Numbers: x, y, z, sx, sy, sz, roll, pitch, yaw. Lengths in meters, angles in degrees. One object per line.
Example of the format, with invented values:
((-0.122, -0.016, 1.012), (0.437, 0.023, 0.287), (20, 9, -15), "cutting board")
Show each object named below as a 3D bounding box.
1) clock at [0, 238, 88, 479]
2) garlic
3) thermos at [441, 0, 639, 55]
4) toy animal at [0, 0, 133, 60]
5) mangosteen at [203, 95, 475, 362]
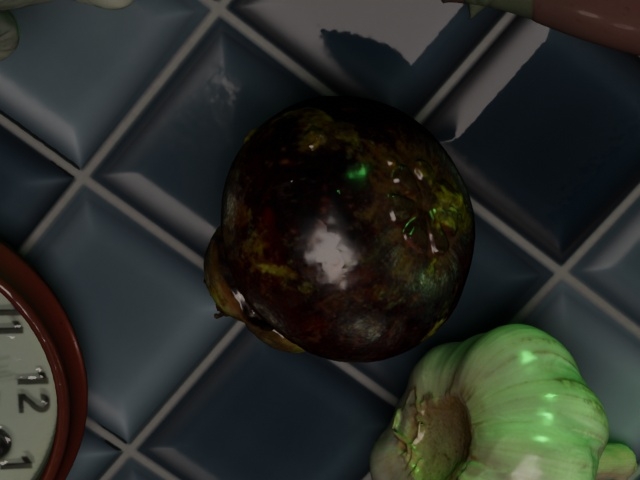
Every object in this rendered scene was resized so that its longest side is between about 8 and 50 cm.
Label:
((-0.337, 0.116, 1.322), (0.318, 0.080, 0.318), (-2, 111, -5), "clock")
((0.162, 0.174, 1.325), (0.226, 0.199, 0.199), (17, 115, -39), "garlic")
((0.210, -0.203, 1.161), (0.265, 0.146, 0.176), (8, 138, 6), "thermos")
((-0.221, -0.221, 1.082), (0.206, 0.265, 0.272), (0, 115, 1), "toy animal")
((0.000, 0.000, 1.239), (0.217, 0.192, 0.192), (-21, 116, 42), "mangosteen")
